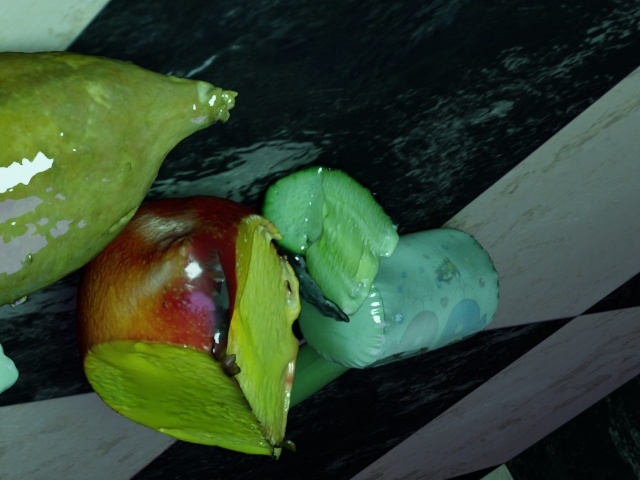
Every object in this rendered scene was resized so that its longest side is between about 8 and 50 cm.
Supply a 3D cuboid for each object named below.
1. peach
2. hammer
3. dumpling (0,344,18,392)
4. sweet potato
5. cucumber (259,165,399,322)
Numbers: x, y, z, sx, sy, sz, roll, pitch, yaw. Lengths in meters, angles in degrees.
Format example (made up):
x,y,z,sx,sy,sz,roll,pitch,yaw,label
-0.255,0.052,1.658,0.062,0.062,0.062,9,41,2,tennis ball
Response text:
x,y,z,sx,sy,sz,roll,pitch,yaw,label
-0.107,0.047,1.174,0.154,0.158,0.267,1,155,13,peach
0.017,0.101,1.586,0.206,0.119,0.335,-10,161,-42,hammer
-0.312,0.087,1.066,0.217,0.104,0.149,-9,156,-22,dumpling
-0.225,-0.017,0.876,0.370,0.158,0.158,-30,163,-16,sweet potato
0.000,0.000,1.323,0.193,0.086,0.115,50,57,-70,cucumber
